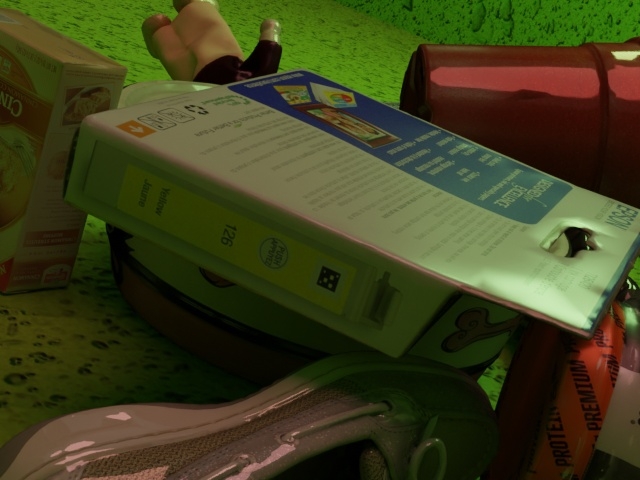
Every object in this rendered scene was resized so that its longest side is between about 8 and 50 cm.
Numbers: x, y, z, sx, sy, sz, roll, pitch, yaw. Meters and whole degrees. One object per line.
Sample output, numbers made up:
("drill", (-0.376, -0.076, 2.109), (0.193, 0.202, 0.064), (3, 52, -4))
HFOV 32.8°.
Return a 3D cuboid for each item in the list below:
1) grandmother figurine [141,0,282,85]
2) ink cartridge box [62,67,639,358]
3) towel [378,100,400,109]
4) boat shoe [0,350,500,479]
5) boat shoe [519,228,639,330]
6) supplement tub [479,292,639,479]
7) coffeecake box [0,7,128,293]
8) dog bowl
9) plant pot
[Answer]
("grandmother figurine", (-0.127, -0.206, 1.415), (0.104, 0.208, 0.342), (30, 22, -43))
("ink cartridge box", (0.047, -0.021, 0.714), (0.307, 0.072, 0.303), (27, 22, 16))
("towel", (0.202, -0.172, 1.835), (0.324, 0.056, 0.312), (31, 21, 32))
("boat shoe", (-0.018, 0.138, 0.583), (0.320, 0.118, 0.103), (-1, 32, -38))
("boat shoe", (0.258, 0.077, 1.077), (0.120, 0.122, 0.324), (49, 11, -12))
("supplement tub", (0.284, 0.155, 0.678), (0.338, 0.207, 0.207), (19, 17, 0))
("coffeecake box", (-0.242, -0.074, 0.854), (0.142, 0.186, 0.068), (29, 20, 31))
("dog bowl", (0.000, 0.000, 0.948), (0.408, 0.150, 0.408), (17, 18, -6))
("plant pot", (0.231, -0.118, 1.284), (0.265, 0.272, 0.272), (5, 19, -5))
